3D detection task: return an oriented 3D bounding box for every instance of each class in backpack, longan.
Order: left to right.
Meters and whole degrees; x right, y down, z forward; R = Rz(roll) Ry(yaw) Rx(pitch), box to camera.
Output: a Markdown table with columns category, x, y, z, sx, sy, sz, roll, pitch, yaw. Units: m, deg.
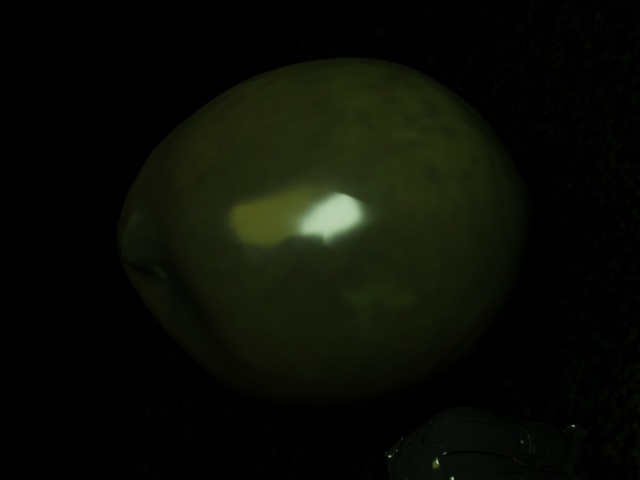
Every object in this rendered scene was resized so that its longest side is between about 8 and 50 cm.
| category | x | y | z | sx | sy | sz | roll | pitch | yaw |
| --- | --- | --- | --- | --- | --- | --- | --- | --- | --- |
| longan | 0.000 | 0.000 | 1.135 | 0.350 | 0.288 | 0.289 | -7 | 66 | 52 |
| backpack | 0.118 | 0.175 | 1.008 | 0.106 | 0.165 | 0.120 | -43 | 42 | 35 |
